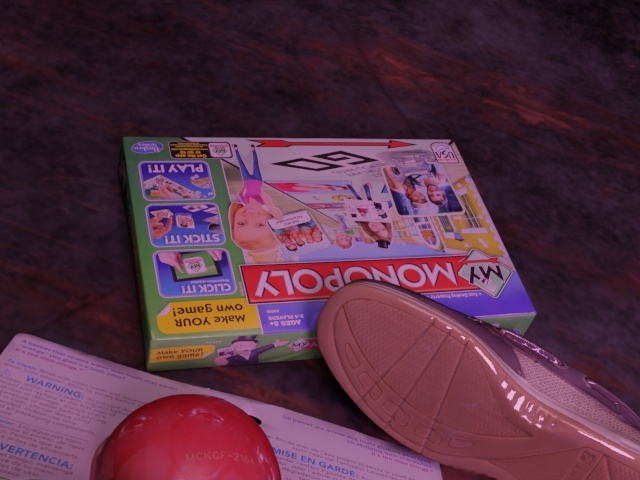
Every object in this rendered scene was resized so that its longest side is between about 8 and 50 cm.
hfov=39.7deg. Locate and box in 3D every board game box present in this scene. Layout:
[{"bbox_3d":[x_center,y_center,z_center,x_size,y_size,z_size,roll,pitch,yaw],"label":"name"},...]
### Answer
[{"bbox_3d":[0.000,0.000,0.755,0.317,0.046,0.213,-2,49,-19],"label":"board game box"}]

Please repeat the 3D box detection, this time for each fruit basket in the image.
[{"bbox_3d":[-0.075,0.188,0.493,0.327,0.165,0.353,17,15,-5],"label":"fruit basket"}]

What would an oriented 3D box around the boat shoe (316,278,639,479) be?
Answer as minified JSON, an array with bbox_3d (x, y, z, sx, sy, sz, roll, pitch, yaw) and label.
[{"bbox_3d":[0.129,0.115,0.658,0.285,0.103,0.092,29,23,4],"label":"boat shoe"}]
